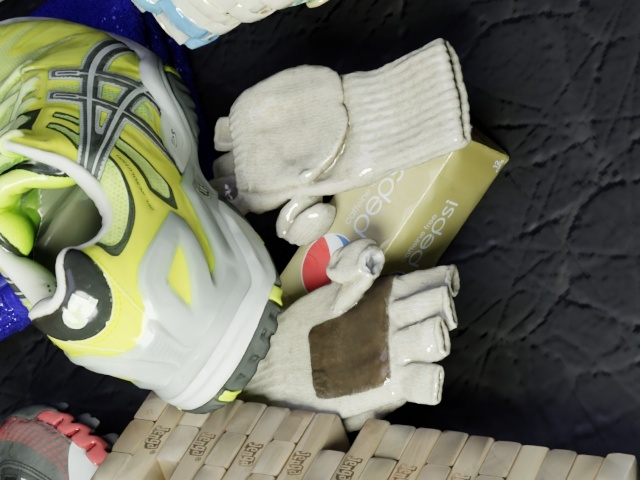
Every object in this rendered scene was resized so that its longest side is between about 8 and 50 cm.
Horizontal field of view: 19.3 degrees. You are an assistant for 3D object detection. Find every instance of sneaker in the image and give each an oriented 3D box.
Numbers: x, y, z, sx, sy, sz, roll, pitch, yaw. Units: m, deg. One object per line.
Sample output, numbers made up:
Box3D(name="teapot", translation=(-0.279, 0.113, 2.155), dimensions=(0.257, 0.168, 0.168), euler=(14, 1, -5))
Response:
Box3D(name="sneaker", translation=(-0.161, 0.215, 1.247), dimensions=(0.276, 0.135, 0.098), euler=(46, 147, 35))
Box3D(name="sneaker", translation=(-0.159, -0.049, 1.202), dimensions=(0.145, 0.147, 0.385), euler=(-56, 42, 13))

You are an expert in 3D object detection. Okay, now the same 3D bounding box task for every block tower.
Box3D(name="block tower", translation=(0.019, 0.165, 1.106), dimensions=(0.335, 0.091, 0.097), euler=(4, 41, 28))

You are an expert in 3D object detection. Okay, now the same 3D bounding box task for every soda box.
Box3D(name="soda box", translation=(0.039, -0.003, 1.209), dimensions=(0.061, 0.058, 0.181), euler=(43, 106, 36))

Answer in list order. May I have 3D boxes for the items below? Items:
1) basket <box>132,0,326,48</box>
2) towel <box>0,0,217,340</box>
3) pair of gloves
Box3D(name="basket", translation=(-0.008, -0.274, 1.193), dimensions=(0.201, 0.255, 0.289), euler=(43, 133, -6))
Box3D(name="towel", translation=(-0.225, -0.058, 1.410), dimensions=(0.308, 0.076, 0.228), euler=(-31, 62, 27))
Box3D(name="pair of gloves", translation=(0.000, 0.000, 1.173), dimensions=(0.204, 0.042, 0.240), euler=(-10, 71, 36))
